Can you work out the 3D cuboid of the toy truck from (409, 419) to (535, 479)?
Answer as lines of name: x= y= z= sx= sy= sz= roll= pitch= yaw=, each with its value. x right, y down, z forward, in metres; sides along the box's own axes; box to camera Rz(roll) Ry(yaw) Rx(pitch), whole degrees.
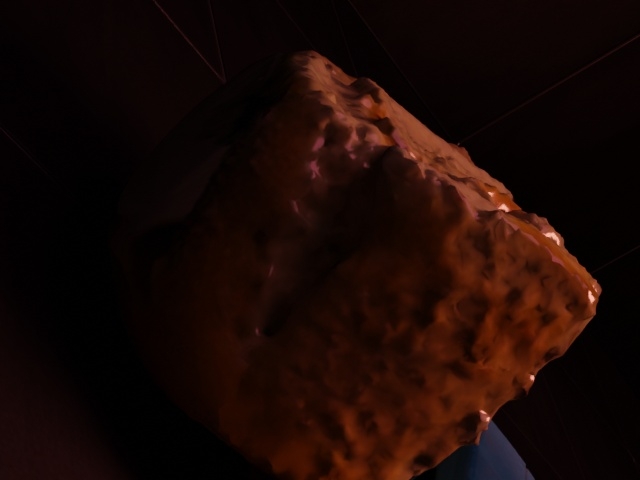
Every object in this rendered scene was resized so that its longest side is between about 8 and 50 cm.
toy truck: x=0.075 y=0.247 z=1.005 sx=0.161 sy=0.162 sz=0.385 roll=57 pitch=13 yaw=-3

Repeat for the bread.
bread: x=-0.004 y=-0.005 z=1.057 sx=0.264 sy=0.239 sz=0.395 roll=39 pitch=10 yaw=-16
